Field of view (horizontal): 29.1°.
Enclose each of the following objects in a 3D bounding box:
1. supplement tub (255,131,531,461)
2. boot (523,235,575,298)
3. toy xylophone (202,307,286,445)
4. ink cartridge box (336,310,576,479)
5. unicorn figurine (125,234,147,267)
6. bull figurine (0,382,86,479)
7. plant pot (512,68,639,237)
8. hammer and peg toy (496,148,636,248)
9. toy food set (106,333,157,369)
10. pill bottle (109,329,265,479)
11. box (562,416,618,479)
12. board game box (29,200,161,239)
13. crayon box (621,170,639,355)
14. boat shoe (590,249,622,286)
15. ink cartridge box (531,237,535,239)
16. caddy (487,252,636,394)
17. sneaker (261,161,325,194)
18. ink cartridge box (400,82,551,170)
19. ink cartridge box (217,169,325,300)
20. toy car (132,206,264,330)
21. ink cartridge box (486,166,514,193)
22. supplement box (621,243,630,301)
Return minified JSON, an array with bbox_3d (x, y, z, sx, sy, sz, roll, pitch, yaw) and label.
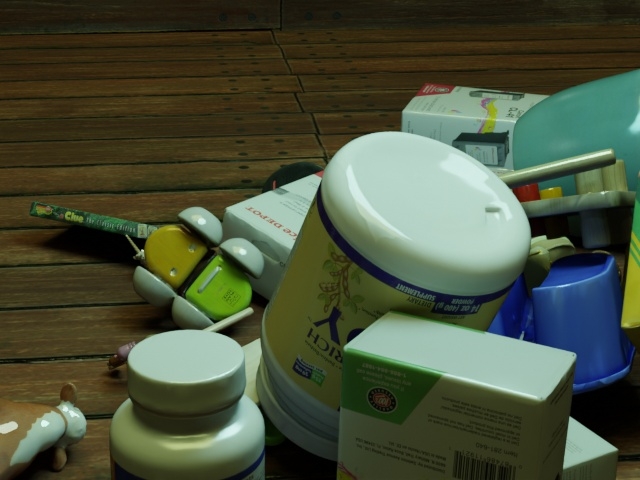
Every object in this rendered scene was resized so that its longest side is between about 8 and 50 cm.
[{"bbox_3d":[0.070,0.071,1.406,0.241,0.331,0.241,15,37,-11],"label":"supplement tub"},{"bbox_3d":[0.349,0.066,1.888,0.213,0.077,0.165,-20,29,-30],"label":"boot"},{"bbox_3d":[-0.080,0.180,1.590,0.322,0.081,0.236,-18,29,-37],"label":"toy xylophone"},{"bbox_3d":[0.127,0.233,1.216,0.201,0.278,0.117,12,23,25],"label":"ink cartridge box"},{"bbox_3d":[-0.225,0.049,1.951,0.162,0.060,0.111,9,17,-25],"label":"unicorn figurine"},{"bbox_3d":[-0.407,0.244,1.407,0.188,0.101,0.310,5,20,21],"label":"bull figurine"},{"bbox_3d":[0.465,-0.137,2.132,0.235,0.293,0.293,-6,19,22],"label":"plant pot"},{"bbox_3d":[0.298,-0.040,1.695,0.266,0.127,0.361,-7,-2,23],"label":"hammer and peg toy"},{"bbox_3d":[-0.250,0.148,1.656,0.078,0.019,0.122,-19,-6,-42],"label":"toy food set"},{"bbox_3d":[-0.130,0.233,1.213,0.152,0.272,0.152,0,22,0],"label":"pill bottle"},{"bbox_3d":[0.264,0.262,1.377,0.087,0.102,0.101,-14,26,-27],"label":"box"},{"bbox_3d":[-0.345,-0.024,2.078,0.259,0.030,0.136,11,0,24],"label":"board game box"},{"bbox_3d":[0.469,0.078,1.589,0.081,0.202,0.318,-13,43,33],"label":"crayon box"},{"bbox_3d":[0.445,0.051,1.946,0.064,0.060,0.178,6,23,12],"label":"boat shoe"},{"bbox_3d":[0.289,0.014,1.974,0.181,0.104,0.061,-12,25,-30],"label":"ink cartridge box"},{"bbox_3d":[0.279,0.128,1.598,0.241,0.179,0.341,-7,6,19],"label":"caddy"},{"bbox_3d":[0.048,-0.070,2.208,0.313,0.116,0.136,-2,-17,22],"label":"sneaker"},{"bbox_3d":[0.333,-0.222,2.514,0.306,0.131,0.226,6,23,16],"label":"ink cartridge box"},{"bbox_3d":[0.000,0.000,1.944,0.197,0.114,0.273,31,34,30],"label":"ink cartridge box"},{"bbox_3d":[-0.176,0.055,1.829,0.182,0.159,0.136,36,-11,15],"label":"toy car"},{"bbox_3d":[0.267,-0.056,2.158,0.154,0.093,0.212,7,25,14],"label":"ink cartridge box"},{"bbox_3d":[0.568,0.049,1.864,0.194,0.129,0.191,9,24,20],"label":"supplement box"}]
